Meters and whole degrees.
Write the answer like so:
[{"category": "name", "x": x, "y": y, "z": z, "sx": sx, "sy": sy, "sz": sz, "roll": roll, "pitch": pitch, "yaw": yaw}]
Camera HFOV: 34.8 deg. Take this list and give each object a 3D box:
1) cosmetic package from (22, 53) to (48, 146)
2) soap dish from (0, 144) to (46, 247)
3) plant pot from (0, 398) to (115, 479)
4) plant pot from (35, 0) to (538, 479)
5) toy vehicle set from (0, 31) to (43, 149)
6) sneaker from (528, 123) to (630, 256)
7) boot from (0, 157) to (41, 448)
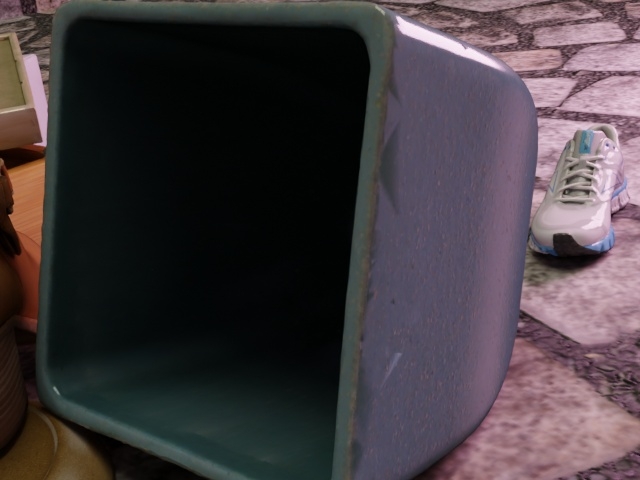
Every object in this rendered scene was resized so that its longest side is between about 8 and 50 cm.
[{"category": "cosmetic package", "x": -0.456, "y": -0.117, "z": 1.169, "sx": 0.224, "sy": 0.138, "sz": 0.225, "roll": -3, "pitch": 23, "yaw": 10}, {"category": "soap dish", "x": -0.351, "y": -0.004, "z": 0.879, "sx": 0.229, "sy": 0.118, "sz": 0.291, "roll": 12, "pitch": 27, "yaw": 40}, {"category": "plant pot", "x": -0.237, "y": 0.147, "z": 0.580, "sx": 0.236, "sy": 0.032, "sz": 0.236, "roll": -6, "pitch": 22, "yaw": 3}, {"category": "plant pot", "x": 0.006, "y": -0.008, "z": 0.630, "sx": 0.248, "sy": 0.247, "sz": 0.252, "roll": 11, "pitch": 11, "yaw": 38}, {"category": "toy vehicle set", "x": -0.393, "y": -0.117, "z": 0.909, "sx": 0.266, "sy": 0.035, "sz": 0.166, "roll": -12, "pitch": 37, "yaw": -14}, {"category": "sneaker", "x": 0.219, "y": -0.049, "z": 0.867, "sx": 0.071, "sy": 0.083, "sz": 0.191, "roll": 4, "pitch": 25, "yaw": 22}, {"category": "boot", "x": -0.237, "y": -0.019, "z": 0.653, "sx": 0.109, "sy": 0.220, "sz": 0.283, "roll": -7, "pitch": 22, "yaw": -1}]
